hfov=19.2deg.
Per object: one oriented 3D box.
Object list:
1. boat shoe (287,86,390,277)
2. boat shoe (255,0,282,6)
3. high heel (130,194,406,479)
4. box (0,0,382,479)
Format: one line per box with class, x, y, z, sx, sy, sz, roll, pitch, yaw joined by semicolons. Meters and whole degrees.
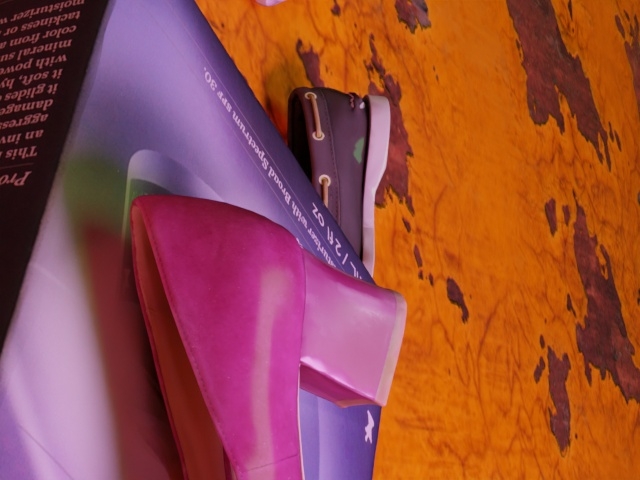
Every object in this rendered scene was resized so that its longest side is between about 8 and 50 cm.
boat shoe;0.000;0.000;1.280;0.081;0.068;0.228;120;-21;-60
boat shoe;0.026;-0.240;1.411;0.277;0.096;0.098;-54;127;-61
high heel;-0.047;0.106;0.692;0.117;0.082;0.244;23;75;-24
box;-0.110;0.074;0.842;0.296;0.182;0.294;56;33;-42
